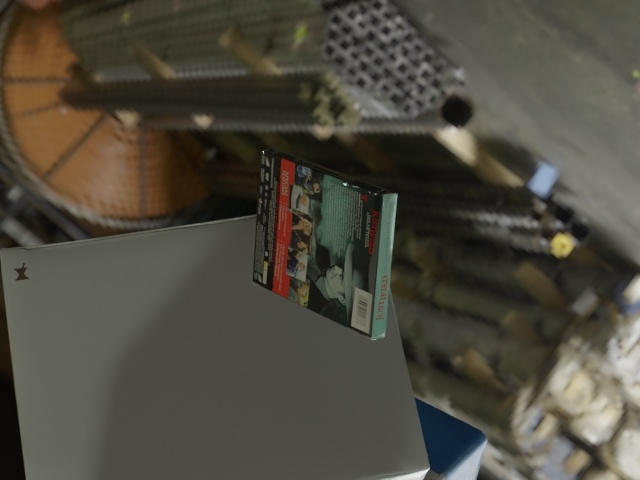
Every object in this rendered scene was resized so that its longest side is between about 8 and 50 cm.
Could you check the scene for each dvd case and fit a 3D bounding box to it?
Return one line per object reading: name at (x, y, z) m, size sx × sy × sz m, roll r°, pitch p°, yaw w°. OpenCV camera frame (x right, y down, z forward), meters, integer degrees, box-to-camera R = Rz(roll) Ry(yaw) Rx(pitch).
dvd case at (0.000, 0.000, 0.887) m, size 0.013 × 0.087 × 0.119 m, roll -7°, pitch -162°, yaw -36°

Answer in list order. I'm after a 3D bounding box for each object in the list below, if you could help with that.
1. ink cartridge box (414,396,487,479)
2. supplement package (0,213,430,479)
ink cartridge box at (-0.034, 0.337, 1.363) m, size 0.166 × 0.395 × 0.285 m, roll 26°, pitch 123°, yaw 23°
supplement package at (-0.078, 0.105, 1.056) m, size 0.145 × 0.262 × 0.204 m, roll 99°, pitch 161°, yaw -65°
